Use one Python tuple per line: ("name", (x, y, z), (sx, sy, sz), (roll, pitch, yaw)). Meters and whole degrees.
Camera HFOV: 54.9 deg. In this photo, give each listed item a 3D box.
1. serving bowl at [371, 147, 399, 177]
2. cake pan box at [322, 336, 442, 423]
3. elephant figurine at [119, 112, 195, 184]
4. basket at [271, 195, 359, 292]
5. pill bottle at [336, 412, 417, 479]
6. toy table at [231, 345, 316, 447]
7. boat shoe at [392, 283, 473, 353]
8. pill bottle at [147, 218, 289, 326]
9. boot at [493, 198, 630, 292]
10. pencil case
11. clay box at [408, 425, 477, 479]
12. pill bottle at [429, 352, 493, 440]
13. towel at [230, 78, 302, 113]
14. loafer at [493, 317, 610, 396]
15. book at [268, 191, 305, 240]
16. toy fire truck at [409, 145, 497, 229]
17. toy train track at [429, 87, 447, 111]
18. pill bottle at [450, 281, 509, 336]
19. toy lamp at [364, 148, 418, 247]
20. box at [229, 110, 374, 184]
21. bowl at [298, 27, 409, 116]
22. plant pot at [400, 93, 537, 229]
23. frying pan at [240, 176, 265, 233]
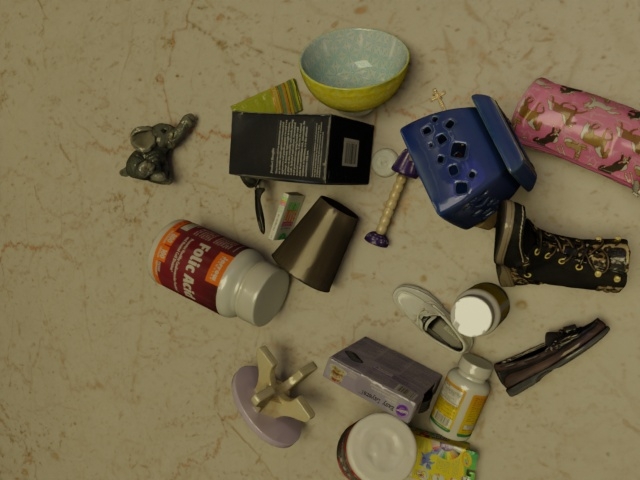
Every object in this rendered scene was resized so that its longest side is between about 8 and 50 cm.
("serving bowl", (0.179, -0.218, 1.727), (0.084, 0.027, 0.083), (2, 94, 25))
("cake pan box", (0.176, 0.363, 1.646), (0.267, 0.246, 0.070), (24, 107, 21))
("elephant figurine", (-0.534, -0.311, 2.015), (0.169, 0.186, 0.239), (-173, 96, -68))
("basket", (0.000, 0.000, 1.764), (0.204, 0.154, 0.226), (36, 104, 18))
("pill bottle", (0.136, 0.561, 1.633), (0.177, 0.318, 0.176), (2, 68, -5))
("toy table", (-0.130, 0.456, 1.819), (0.274, 0.252, 0.161), (44, 127, 8))
("boat shoe", (0.298, 0.209, 1.664), (0.258, 0.084, 0.095), (34, 107, 20))
("pill bottle", (-0.309, 0.100, 1.873), (0.392, 0.224, 0.223), (22, 102, 23))
("boot", (0.545, 0.023, 1.399), (0.285, 0.377, 0.138), (5, 66, 20))
("pencil case", (0.637, -0.243, 1.436), (0.386, 0.167, 0.160), (30, 138, 21))
("clay box", (0.319, 0.603, 1.697), (0.222, 0.053, 0.127), (10, 97, 24))
("pill bottle", (0.375, 0.409, 1.623), (0.118, 0.118, 0.208), (24, 103, 23))
("towel", (-0.168, -0.407, 1.886), (0.237, 0.021, 0.102), (-17, 85, 26))
("loafer", (0.565, 0.276, 1.533), (0.302, 0.109, 0.095), (-43, 71, 24))
("book", (-0.104, -0.073, 1.834), (0.035, 0.096, 0.144), (25, 104, 22))
("toy fire truck", (0.357, -0.161, 1.596), (0.246, 0.159, 0.216), (20, 97, 43))
("toy train track", (0.321, -0.373, 1.656), (0.048, 0.014, 0.083), (-29, 81, 25))
("pill bottle", (0.399, 0.174, 1.545), (0.119, 0.208, 0.119), (1, 93, 26))
("toy lamp", (0.203, -0.117, 1.697), (0.080, 0.080, 0.274), (27, 107, 22))
("box", (-0.046, -0.248, 1.687), (0.294, 0.296, 0.182), (9, 98, 26))
("bowl", (0.093, -0.431, 1.666), (0.290, 0.289, 0.156), (22, 144, 23))
("plant pot", (0.349, -0.181, 1.401), (0.212, 0.236, 0.235), (-28, 70, 22))
("frying pan", (-0.187, -0.205, 1.832), (0.326, 0.053, 0.197), (64, 149, 26))
